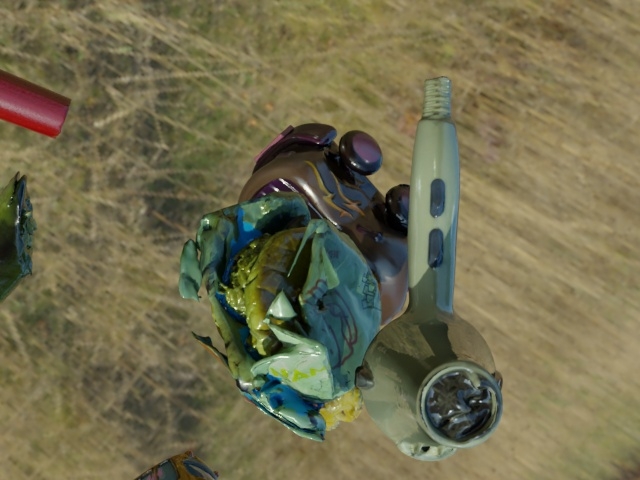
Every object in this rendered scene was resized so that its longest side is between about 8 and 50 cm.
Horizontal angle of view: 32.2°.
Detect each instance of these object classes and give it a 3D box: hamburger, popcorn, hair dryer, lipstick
[{"bbox_3d":[-0.018,0.065,1.252,0.150,0.276,0.260,-23,-170,44],"label":"hamburger"},{"bbox_3d":[0.014,0.200,1.463,0.084,0.084,0.084,-45,157,-26],"label":"popcorn"},{"bbox_3d":[0.088,0.046,0.829,0.296,0.118,0.298,-93,-177,-72],"label":"hair dryer"},{"bbox_3d":[-0.490,-0.221,1.548,0.073,0.279,0.073,-53,-156,37],"label":"lipstick"}]

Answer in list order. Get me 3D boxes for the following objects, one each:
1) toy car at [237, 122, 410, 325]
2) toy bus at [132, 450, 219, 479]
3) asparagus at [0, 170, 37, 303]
[{"bbox_3d":[0.000,0.000,1.755,0.271,0.341,0.240,-41,-177,44],"label":"toy car"},{"bbox_3d":[-0.201,0.360,1.371,0.209,0.136,0.126,-38,129,6],"label":"toy bus"},{"bbox_3d":[-0.529,0.041,1.758,0.382,0.128,0.108,-42,-176,31],"label":"asparagus"}]
